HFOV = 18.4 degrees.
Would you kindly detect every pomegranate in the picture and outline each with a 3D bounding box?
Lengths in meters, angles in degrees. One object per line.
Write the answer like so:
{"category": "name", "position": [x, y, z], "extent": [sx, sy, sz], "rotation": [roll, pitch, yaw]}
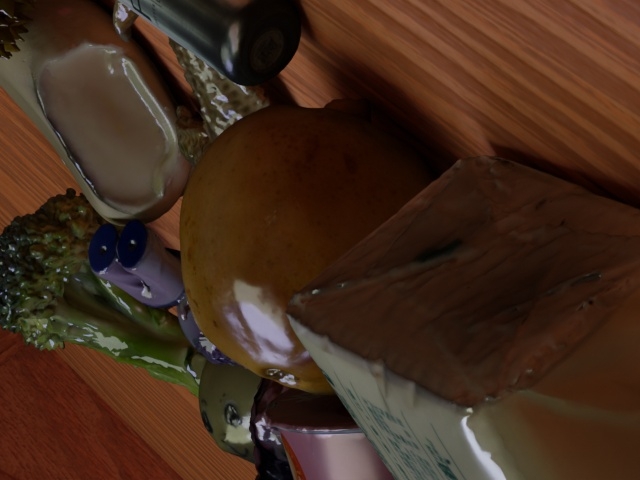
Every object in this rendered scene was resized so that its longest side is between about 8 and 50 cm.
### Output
{"category": "pomegranate", "position": [-0.003, 0.007, 1.509], "extent": [0.233, 0.233, 0.233], "rotation": [46, 166, 14]}

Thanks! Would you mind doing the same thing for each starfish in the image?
{"category": "starfish", "position": [-0.055, -0.059, 1.806], "extent": [0.324, 0.082, 0.432], "rotation": [40, 166, 23]}

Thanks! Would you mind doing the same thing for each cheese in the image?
{"category": "cheese", "position": [-0.234, -0.137, 2.043], "extent": [0.266, 0.127, 0.233], "rotation": [58, 169, -18]}

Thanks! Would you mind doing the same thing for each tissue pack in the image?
{"category": "tissue pack", "position": [0.189, 0.153, 1.317], "extent": [0.380, 0.207, 0.297], "rotation": [56, 166, -26]}

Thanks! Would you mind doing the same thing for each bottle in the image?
{"category": "bottle", "position": [-0.115, -0.213, 1.570], "extent": [0.254, 0.079, 0.096], "rotation": [38, 124, 39]}

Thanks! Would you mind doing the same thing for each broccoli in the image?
{"category": "broccoli", "position": [-0.267, 0.090, 2.577], "extent": [0.353, 0.274, 0.397], "rotation": [5, -158, -32]}

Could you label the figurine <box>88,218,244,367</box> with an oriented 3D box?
{"category": "figurine", "position": [-0.113, 0.052, 2.074], "extent": [0.194, 0.133, 0.274], "rotation": [-3, 160, 17]}

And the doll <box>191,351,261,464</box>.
{"category": "doll", "position": [-0.032, 0.217, 2.303], "extent": [0.260, 0.161, 0.177], "rotation": [50, 147, -14]}

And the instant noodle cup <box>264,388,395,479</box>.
{"category": "instant noodle cup", "position": [0.093, 0.220, 1.567], "extent": [0.243, 0.243, 0.231], "rotation": [-172, 70, -70]}

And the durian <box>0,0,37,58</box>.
{"category": "durian", "position": [-0.333, -0.279, 1.897], "extent": [0.154, 0.186, 0.260], "rotation": [16, -150, -41]}

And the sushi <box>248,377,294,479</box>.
{"category": "sushi", "position": [0.052, 0.173, 1.797], "extent": [0.237, 0.171, 0.270], "rotation": [15, 152, 16]}
